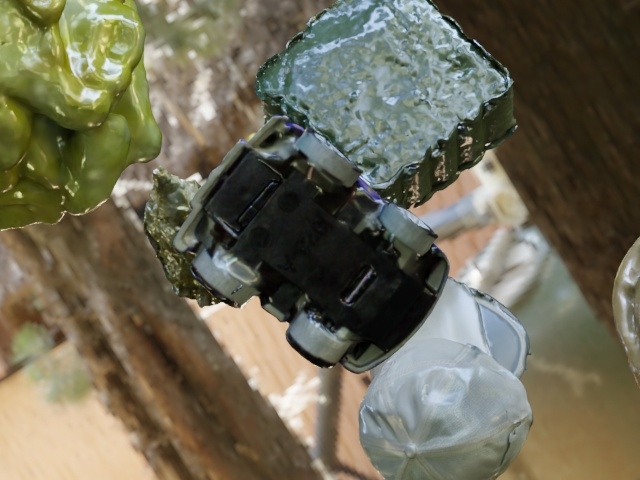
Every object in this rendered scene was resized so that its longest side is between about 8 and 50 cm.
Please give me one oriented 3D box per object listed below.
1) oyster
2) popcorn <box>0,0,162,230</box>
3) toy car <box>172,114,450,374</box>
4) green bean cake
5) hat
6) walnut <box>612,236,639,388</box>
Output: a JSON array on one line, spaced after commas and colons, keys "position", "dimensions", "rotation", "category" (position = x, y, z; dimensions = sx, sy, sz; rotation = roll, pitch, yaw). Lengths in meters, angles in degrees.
[{"position": [-0.121, -0.002, 1.536], "dimensions": [0.122, 0.146, 0.045], "rotation": [3, 8, -20], "category": "oyster"}, {"position": [-0.281, -0.166, 1.325], "dimensions": [0.312, 0.312, 0.312], "rotation": [-31, 5, 3], "category": "popcorn"}, {"position": [0.000, 0.000, 1.393], "dimensions": [0.172, 0.235, 0.158], "rotation": [-50, 4, 12], "category": "toy car"}, {"position": [0.076, -0.171, 1.810], "dimensions": [0.241, 0.255, 0.132], "rotation": [-42, -24, -9], "category": "green bean cake"}, {"position": [0.125, 0.166, 1.760], "dimensions": [0.232, 0.275, 0.161], "rotation": [-29, -33, 26], "category": "hat"}, {"position": [0.376, 0.064, 1.420], "dimensions": [0.198, 0.198, 0.245], "rotation": [-25, 30, 50], "category": "walnut"}]
